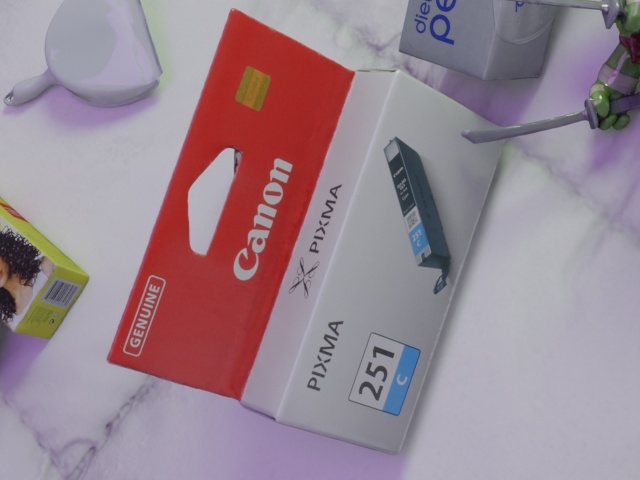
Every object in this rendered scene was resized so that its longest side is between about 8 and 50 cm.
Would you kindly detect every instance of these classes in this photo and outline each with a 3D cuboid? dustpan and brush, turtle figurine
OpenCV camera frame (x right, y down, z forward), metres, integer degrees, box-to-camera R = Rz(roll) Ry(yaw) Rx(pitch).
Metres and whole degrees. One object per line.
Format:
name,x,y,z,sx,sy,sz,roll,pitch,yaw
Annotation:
dustpan and brush,-0.266,-0.194,1.289,0.211,0.060,0.147,-21,79,16
turtle figurine,0.252,-0.123,0.893,0.266,0.198,0.274,32,52,23

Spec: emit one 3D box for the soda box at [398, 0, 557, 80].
soda box,0.154,-0.281,0.988,0.098,0.091,0.286,27,114,36

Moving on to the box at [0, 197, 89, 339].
box,-0.349,0.005,1.270,0.232,0.058,0.087,35,95,32

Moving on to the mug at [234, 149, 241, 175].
mug,-0.012,-0.049,1.090,0.113,0.150,0.169,135,135,-56

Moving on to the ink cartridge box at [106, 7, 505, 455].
ink cartridge box,0.000,0.000,0.960,0.066,0.261,0.296,12,82,54
